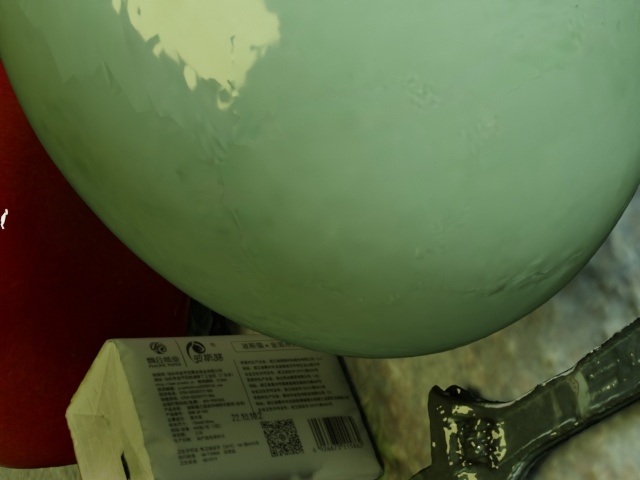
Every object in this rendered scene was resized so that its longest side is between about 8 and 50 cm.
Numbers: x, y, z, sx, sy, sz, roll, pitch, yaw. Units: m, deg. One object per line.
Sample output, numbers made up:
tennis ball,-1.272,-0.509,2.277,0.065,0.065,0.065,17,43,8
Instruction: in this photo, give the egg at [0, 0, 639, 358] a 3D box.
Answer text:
egg,-0.005,-0.124,0.493,0.276,0.276,0.389,-59,38,36

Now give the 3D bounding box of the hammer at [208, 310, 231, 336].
hammer,0.001,0.000,0.704,0.297,0.027,0.125,-12,83,56

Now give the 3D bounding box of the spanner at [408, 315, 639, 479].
spanner,0.126,0.068,0.515,0.325,0.026,0.093,-45,54,45

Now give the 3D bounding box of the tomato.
tomato,-0.204,0.014,0.808,0.226,0.298,0.299,-12,78,33

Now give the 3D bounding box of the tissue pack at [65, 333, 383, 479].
tissue pack,-0.059,0.120,0.677,0.099,0.148,0.106,-53,47,40
